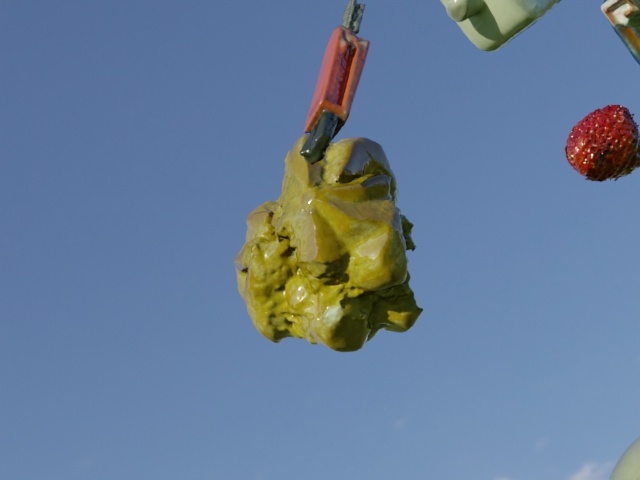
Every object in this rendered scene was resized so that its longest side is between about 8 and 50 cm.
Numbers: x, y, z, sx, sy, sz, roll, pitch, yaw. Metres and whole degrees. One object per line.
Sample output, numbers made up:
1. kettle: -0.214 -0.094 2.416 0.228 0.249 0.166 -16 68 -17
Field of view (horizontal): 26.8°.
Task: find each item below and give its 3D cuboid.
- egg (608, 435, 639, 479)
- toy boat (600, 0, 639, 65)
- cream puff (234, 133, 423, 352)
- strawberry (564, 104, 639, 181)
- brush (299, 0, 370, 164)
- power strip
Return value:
1. egg: 0.460 0.323 1.513 0.258 0.259 0.352 -13 4 -8
2. toy boat: 0.397 -0.240 1.535 0.114 0.262 0.115 -37 9 45
3. cream puff: -0.005 -0.002 1.902 0.274 0.323 0.270 -21 -60 10
4. strawberry: 0.298 -0.099 1.418 0.096 0.083 0.083 -23 -19 -49
5. brush: 0.028 -0.223 1.813 0.051 0.323 0.070 21 -41 -9
6. power strip: 0.207 -0.266 1.098 0.062 0.091 0.385 -30 10 48
